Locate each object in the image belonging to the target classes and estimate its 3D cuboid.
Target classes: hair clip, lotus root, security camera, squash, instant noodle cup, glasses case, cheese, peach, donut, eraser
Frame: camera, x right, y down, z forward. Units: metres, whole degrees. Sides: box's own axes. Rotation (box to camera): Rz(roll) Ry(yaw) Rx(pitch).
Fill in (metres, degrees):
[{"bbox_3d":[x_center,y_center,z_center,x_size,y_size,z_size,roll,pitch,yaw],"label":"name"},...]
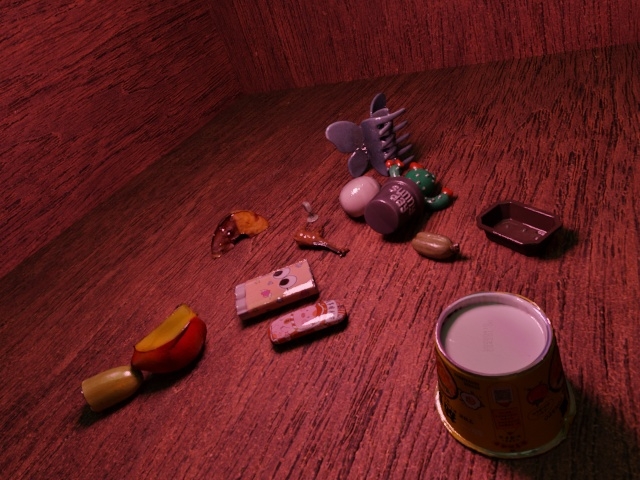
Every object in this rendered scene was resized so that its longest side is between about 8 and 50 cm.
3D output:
[{"bbox_3d":[0.269,-0.451,2.115,0.392,0.318,0.238,-37,38,-25],"label":"hair clip"},{"bbox_3d":[0.401,0.020,1.597,0.183,0.077,0.090,13,54,44],"label":"lotus root"},{"bbox_3d":[-0.048,-0.131,2.040,0.058,0.092,0.058,-15,33,10],"label":"security camera"},{"bbox_3d":[-0.677,0.477,1.523,0.187,0.123,0.123,-25,34,-3],"label":"squash"},{"bbox_3d":[0.409,0.289,1.067,0.326,0.254,0.325,-14,34,10],"label":"instant noodle cup"},{"bbox_3d":[-0.043,0.269,1.506,0.267,0.067,0.103,-21,36,2],"label":"glasses case"},{"bbox_3d":[0.168,-0.183,1.905,0.198,0.154,0.189,-25,6,9],"label":"cheese"},{"bbox_3d":[-0.494,0.359,1.546,0.154,0.158,0.267,4,38,48],"label":"peach"},{"bbox_3d":[-0.400,-0.060,2.095,0.295,0.151,0.112,-33,26,-16],"label":"donut"},{"bbox_3d":[-0.162,0.182,1.674,0.291,0.087,0.171,-21,33,0],"label":"eraser"}]

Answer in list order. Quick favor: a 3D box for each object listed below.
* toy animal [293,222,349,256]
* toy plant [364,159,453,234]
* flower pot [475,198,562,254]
[{"bbox_3d":[0.000,0.000,1.865,0.225,0.066,0.229,1,26,-1],"label":"toy animal"},{"bbox_3d":[0.344,-0.174,1.811,0.280,0.185,0.400,20,41,30],"label":"toy plant"},{"bbox_3d":[0.655,-0.036,1.532,0.179,0.084,0.251,-33,37,-18],"label":"flower pot"}]
